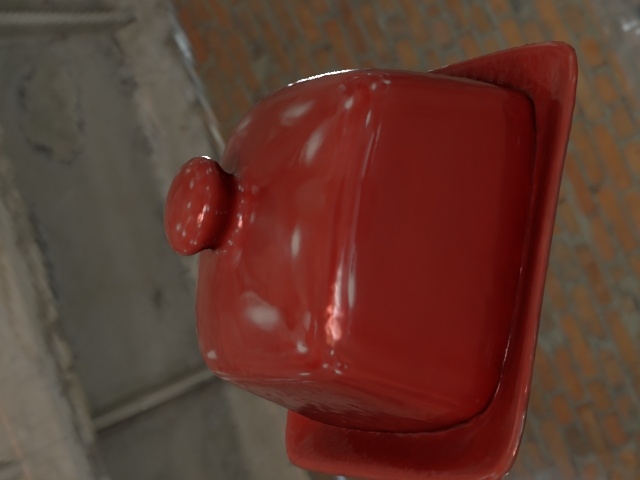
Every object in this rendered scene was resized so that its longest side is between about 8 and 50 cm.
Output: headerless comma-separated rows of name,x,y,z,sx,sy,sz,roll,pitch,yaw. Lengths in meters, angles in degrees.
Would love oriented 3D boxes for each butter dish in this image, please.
butter dish,0.000,0.000,0.535,0.118,0.160,0.160,16,-102,-27
